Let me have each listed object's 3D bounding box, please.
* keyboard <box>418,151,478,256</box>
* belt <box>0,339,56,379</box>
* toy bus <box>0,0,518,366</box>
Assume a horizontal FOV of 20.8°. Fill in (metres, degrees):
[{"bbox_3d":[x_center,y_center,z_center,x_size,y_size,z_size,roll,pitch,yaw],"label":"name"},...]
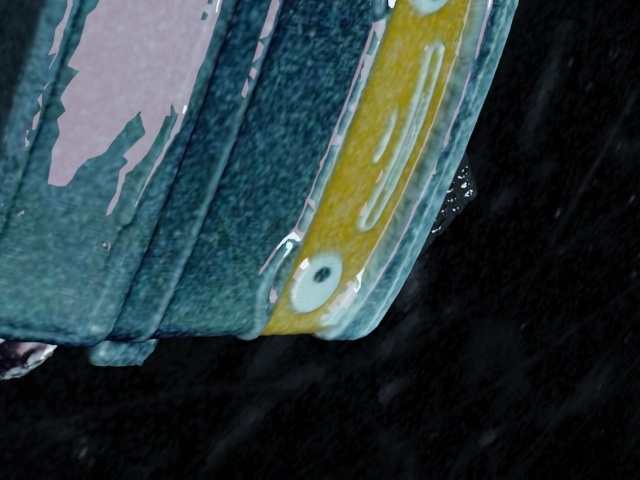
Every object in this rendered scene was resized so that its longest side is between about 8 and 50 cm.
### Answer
[{"bbox_3d":[0.045,-0.066,0.919,0.061,0.013,0.204,-46,145,-17],"label":"keyboard"},{"bbox_3d":[-0.044,-0.109,0.684,0.359,0.126,0.094,-52,137,-19],"label":"belt"},{"bbox_3d":[-0.097,-0.086,0.481,0.167,0.275,0.138,1,116,-51],"label":"toy bus"}]
